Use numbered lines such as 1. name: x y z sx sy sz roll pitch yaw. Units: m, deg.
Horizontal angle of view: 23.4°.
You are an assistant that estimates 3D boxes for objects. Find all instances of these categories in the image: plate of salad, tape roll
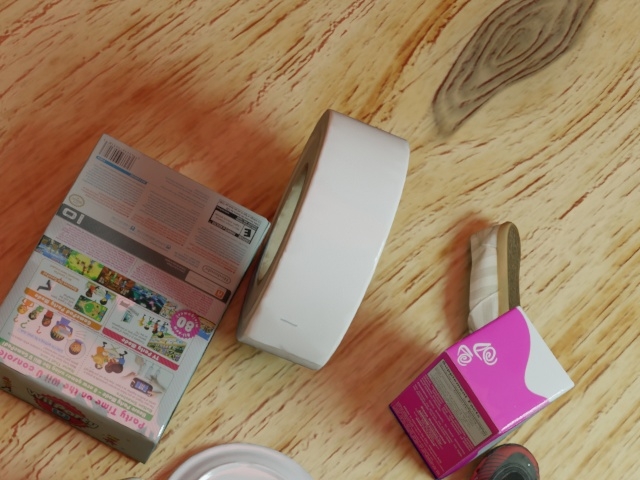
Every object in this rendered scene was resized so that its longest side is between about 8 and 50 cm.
1. plate of salad: -0.087 0.322 1.717 0.199 0.048 0.200 4 59 -7
2. tape roll: 0.000 0.000 1.739 0.100 0.286 0.286 22 65 -7

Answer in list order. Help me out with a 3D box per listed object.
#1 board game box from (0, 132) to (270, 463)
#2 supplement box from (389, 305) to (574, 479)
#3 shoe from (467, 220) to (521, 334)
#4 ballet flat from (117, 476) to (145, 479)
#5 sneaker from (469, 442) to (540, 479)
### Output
1. board game box: -0.223 0.064 1.755 0.224 0.097 0.303 28 63 -2
2. supplement box: 0.178 0.177 1.753 0.111 0.220 0.114 -28 79 -24
3. shoe: 0.212 0.083 1.894 0.058 0.076 0.219 -5 65 21
4. ballet flat: -0.180 0.326 1.610 0.342 0.116 0.124 29 104 16
5. sneaker: 0.200 0.348 1.740 0.097 0.135 0.276 24 63 -3
